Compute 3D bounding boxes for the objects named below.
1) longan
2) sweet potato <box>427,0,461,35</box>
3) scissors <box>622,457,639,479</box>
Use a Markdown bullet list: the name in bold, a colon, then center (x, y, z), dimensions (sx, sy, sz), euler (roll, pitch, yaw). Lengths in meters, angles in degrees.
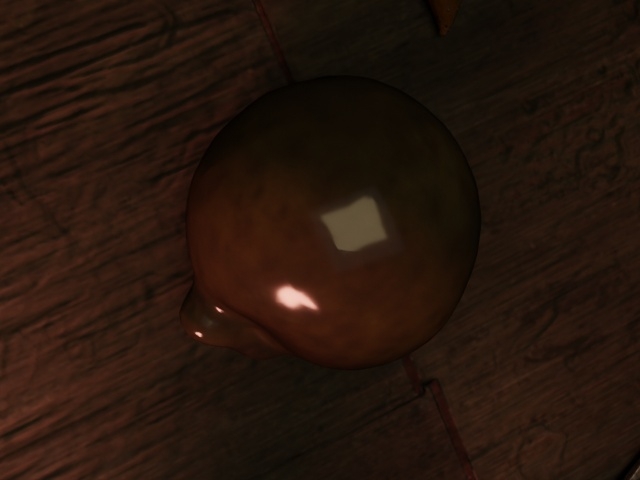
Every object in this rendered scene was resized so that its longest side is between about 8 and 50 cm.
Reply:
- **longan**: center (0.000, 0.000, 0.430), dimensions (0.204, 0.159, 0.185), euler (-35, 102, 6)
- **sweet potato**: center (0.088, -0.197, 0.495), dimensions (0.034, 0.034, 0.095), euler (-14, 108, -11)
- **scissors**: center (0.250, 0.235, 0.575), dimensions (0.191, 0.029, 0.360), euler (38, 87, -12)
